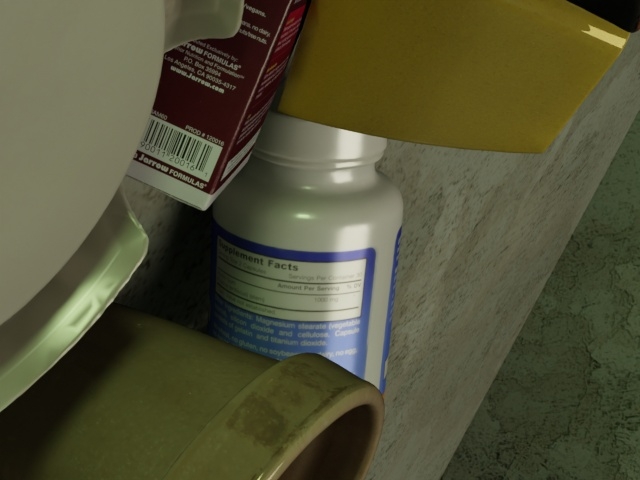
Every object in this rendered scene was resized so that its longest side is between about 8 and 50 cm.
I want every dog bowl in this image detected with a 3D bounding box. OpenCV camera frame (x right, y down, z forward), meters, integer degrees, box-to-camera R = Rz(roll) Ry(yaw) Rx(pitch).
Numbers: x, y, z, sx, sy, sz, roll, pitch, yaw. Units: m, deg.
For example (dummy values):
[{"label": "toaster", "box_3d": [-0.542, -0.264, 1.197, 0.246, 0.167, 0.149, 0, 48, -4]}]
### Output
[{"label": "dog bowl", "box_3d": [-0.179, -0.058, 0.527, 0.349, 0.102, 0.349, -48, 158, -27]}]

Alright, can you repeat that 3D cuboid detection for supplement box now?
[{"label": "supplement box", "box_3d": [-0.045, -0.151, 0.709, 0.130, 0.073, 0.239, -65, 180, -71]}]

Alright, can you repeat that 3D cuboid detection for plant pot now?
[{"label": "plant pot", "box_3d": [-0.119, 0.155, 0.804, 0.263, 0.229, 0.263, -49, 159, -25]}, {"label": "plant pot", "box_3d": [0.109, -0.179, 0.779, 0.212, 0.187, 0.212, 116, -2, -62]}]

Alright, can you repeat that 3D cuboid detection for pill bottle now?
[{"label": "pill bottle", "box_3d": [-0.014, 0.019, 0.928, 0.152, 0.152, 0.272, -28, 127, -55]}]

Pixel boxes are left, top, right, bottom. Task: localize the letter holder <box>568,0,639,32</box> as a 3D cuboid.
[{"label": "letter holder", "box_3d": [0.067, -0.271, 0.504, 0.214, 0.302, 0.152, -53, 160, -16]}]
